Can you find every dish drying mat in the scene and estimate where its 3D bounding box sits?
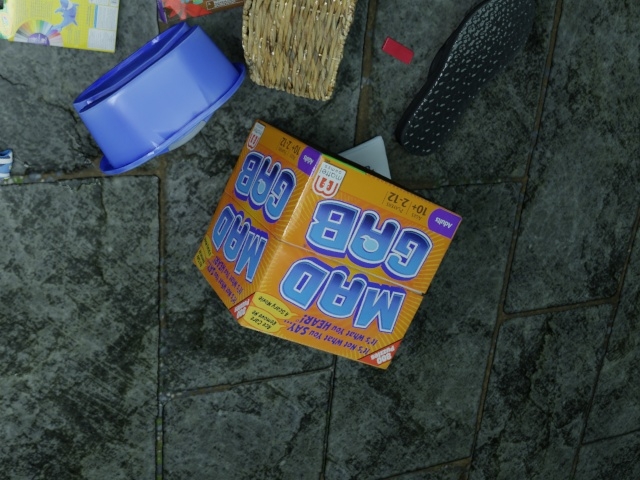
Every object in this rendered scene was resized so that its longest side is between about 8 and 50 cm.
[{"bbox_3d":[0.178,-0.437,1.770,0.083,0.008,0.032,21,101,-32],"label":"dish drying mat"}]

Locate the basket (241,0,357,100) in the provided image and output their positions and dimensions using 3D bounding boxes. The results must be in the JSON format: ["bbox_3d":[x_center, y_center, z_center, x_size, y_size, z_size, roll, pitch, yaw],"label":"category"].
[{"bbox_3d":[-0.039,-0.469,1.530,0.213,0.223,0.299,13,131,-4],"label":"basket"}]

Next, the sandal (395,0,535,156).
[{"bbox_3d":[0.320,-0.407,1.813,0.167,0.107,0.446,26,111,-34],"label":"sandal"}]

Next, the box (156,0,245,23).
[{"bbox_3d":[-0.190,-0.557,1.497,0.293,0.057,0.201,-20,119,-18],"label":"box"}]

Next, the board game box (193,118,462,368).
[{"bbox_3d":[0.000,0.000,1.630,0.356,0.356,0.356,21,99,-29],"label":"board game box"}]

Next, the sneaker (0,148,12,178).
[{"bbox_3d":[-0.650,-0.162,1.446,0.144,0.053,0.059,15,106,-40],"label":"sneaker"}]

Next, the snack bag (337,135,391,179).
[{"bbox_3d":[0.057,-0.057,1.863,0.323,0.037,0.342,-23,120,-16],"label":"snack bag"}]

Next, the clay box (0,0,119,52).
[{"bbox_3d":[-0.488,-0.423,1.409,0.222,0.053,0.127,1,111,-26],"label":"clay box"}]

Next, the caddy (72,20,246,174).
[{"bbox_3d":[-0.302,-0.262,1.466,0.341,0.241,0.179,-39,119,-6],"label":"caddy"}]
